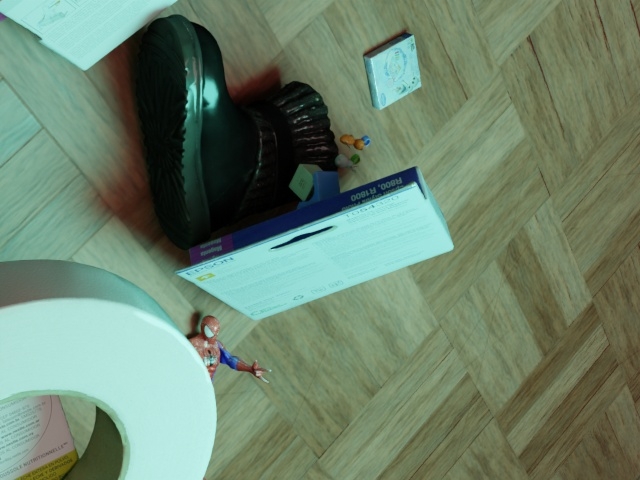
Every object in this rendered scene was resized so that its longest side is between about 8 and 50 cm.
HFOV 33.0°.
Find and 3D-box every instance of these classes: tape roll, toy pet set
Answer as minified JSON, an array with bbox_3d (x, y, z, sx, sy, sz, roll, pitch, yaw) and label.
[{"bbox_3d":[-0.278,0.197,0.952,0.392,0.072,0.392,-19,130,-25],"label":"tape roll"},{"bbox_3d":[0.022,-0.078,1.476,0.114,0.065,0.122,-2,128,-46],"label":"toy pet set"}]

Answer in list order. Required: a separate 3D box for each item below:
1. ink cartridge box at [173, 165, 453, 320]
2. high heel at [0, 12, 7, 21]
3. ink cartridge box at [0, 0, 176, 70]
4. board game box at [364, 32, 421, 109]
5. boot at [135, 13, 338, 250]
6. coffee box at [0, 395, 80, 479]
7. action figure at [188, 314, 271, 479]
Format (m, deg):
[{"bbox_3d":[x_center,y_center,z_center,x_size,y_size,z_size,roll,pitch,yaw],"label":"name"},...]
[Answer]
[{"bbox_3d":[0.000,0.000,1.460,0.324,0.071,0.330,-20,160,9],"label":"ink cartridge box"},{"bbox_3d":[-0.385,-0.215,1.209,0.117,0.082,0.244,19,85,-40],"label":"high heel"},{"bbox_3d":[-0.212,-0.316,1.182,0.275,0.060,0.239,-36,167,5],"label":"ink cartridge box"},{"bbox_3d":[0.112,-0.261,1.670,0.090,0.020,0.090,-33,129,-27],"label":"board game box"},{"bbox_3d":[-0.100,-0.168,1.433,0.260,0.131,0.348,-25,140,-27],"label":"boot"},{"bbox_3d":[-0.458,0.173,1.092,0.338,0.337,0.334,-24,131,-21],"label":"coffee box"},{"bbox_3d":[-0.163,0.253,1.595,0.091,0.139,0.280,-5,111,-42],"label":"action figure"}]
